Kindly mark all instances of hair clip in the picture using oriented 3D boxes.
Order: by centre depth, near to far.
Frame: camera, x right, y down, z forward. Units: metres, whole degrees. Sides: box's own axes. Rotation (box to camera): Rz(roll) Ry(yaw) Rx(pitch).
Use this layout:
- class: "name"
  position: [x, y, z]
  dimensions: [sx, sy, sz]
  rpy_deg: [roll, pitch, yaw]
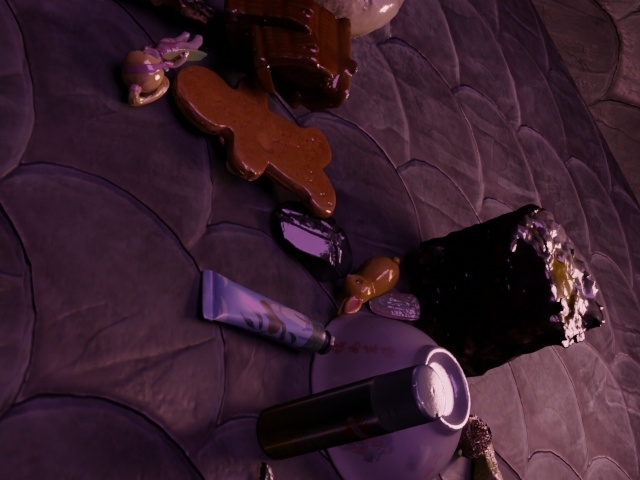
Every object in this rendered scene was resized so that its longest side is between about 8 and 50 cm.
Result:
- class: "hair clip"
  position: [0.134, 0.117, 1.744]
  dimensions: [0.137, 0.022, 0.054]
  rpy_deg: [14, 59, -39]

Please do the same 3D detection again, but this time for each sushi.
- class: "sushi"
  position: [0.358, 0.096, 1.824]
  dimensions: [0.281, 0.294, 0.299]
  rpy_deg: [-32, 97, -56]

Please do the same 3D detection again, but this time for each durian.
- class: "durian"
  position: [0.283, 0.374, 1.766]
  dimensions: [0.080, 0.091, 0.080]
  rpy_deg: [18, 27, -9]

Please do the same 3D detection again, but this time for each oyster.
- class: "oyster"
  position: [-0.299, -0.428, 1.429]
  dimensions: [0.345, 0.078, 0.129]
  rpy_deg: [24, 32, -43]

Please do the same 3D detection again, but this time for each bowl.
- class: "bowl"
  position: [0.149, 0.265, 1.569]
  dimensions: [0.345, 0.157, 0.346]
  rpy_deg: [29, 50, -42]

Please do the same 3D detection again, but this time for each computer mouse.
- class: "computer mouse"
  position: [0.000, 0.000, 1.596]
  dimensions: [0.192, 0.062, 0.106]
  rpy_deg: [39, 43, -37]

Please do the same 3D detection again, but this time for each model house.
- class: "model house"
  position: [-0.077, -0.338, 1.555]
  dimensions: [0.229, 0.219, 0.199]
  rpy_deg: [26, 61, -36]

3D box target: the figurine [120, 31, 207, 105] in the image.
- class: "figurine"
  position: [-0.239, -0.268, 1.414]
  dimensions: [0.083, 0.083, 0.187]
  rpy_deg: [56, 37, -16]

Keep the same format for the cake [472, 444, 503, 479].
- class: "cake"
  position: [0.316, 0.425, 1.823]
  dimensions: [0.051, 0.055, 0.140]
  rpy_deg: [40, 26, -33]

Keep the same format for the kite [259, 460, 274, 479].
- class: "kite"
  position: [-0.043, 0.482, 1.308]
  dimensions: [0.234, 0.016, 0.321]
  rpy_deg: [-35, 100, -56]

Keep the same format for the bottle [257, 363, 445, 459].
- class: "bottle"
  position: [0.040, 0.244, 1.314]
  dimensions: [0.082, 0.286, 0.082]
  rpy_deg: [31, 48, -41]

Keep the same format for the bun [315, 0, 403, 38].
- class: "bun"
  position: [0.011, -0.556, 1.787]
  dimensions: [0.365, 0.219, 0.365]
  rpy_deg: [15, 62, -31]

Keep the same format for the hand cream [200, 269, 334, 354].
- class: "hand cream"
  position: [-0.082, 0.124, 1.434]
  dimensions: [0.256, 0.055, 0.088]
  rpy_deg: [26, 47, -36]

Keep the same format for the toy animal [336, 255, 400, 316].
- class: "toy animal"
  position: [0.076, 0.082, 1.631]
  dimensions: [0.070, 0.083, 0.159]
  rpy_deg: [53, 43, 2]

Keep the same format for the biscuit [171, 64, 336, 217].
- class: "biscuit"
  position: [-0.110, -0.174, 1.544]
  dimensions: [0.339, 0.047, 0.216]
  rpy_deg: [27, 42, -35]
